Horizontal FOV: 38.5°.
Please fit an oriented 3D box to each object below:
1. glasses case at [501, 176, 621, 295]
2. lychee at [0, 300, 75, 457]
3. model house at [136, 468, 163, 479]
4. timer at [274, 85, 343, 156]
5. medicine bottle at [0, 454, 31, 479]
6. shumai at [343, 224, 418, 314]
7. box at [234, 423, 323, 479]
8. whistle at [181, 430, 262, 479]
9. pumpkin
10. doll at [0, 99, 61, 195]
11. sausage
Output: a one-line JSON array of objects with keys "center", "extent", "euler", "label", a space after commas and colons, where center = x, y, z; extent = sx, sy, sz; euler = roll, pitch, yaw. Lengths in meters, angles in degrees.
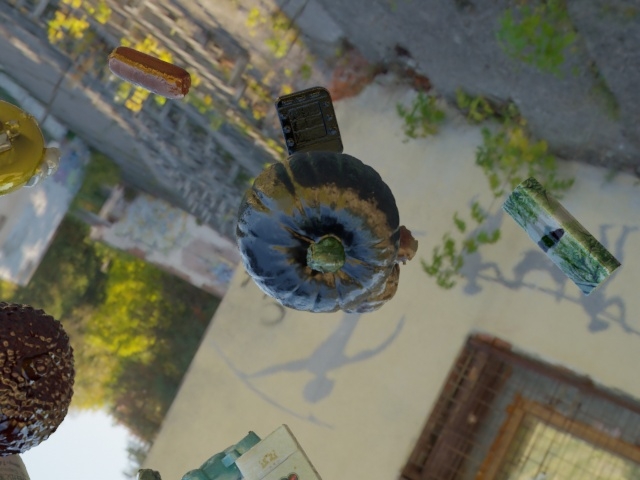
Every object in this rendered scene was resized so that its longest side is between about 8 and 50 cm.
[{"center": [0.520, -0.009, 1.999], "extent": [0.272, 0.062, 0.095], "euler": [48, 134, 17], "label": "glasses case"}, {"center": [-0.524, 0.222, 1.479], "extent": [0.261, 0.260, 0.260], "euler": [27, 171, 5], "label": "lychee"}, {"center": [-0.284, 0.656, 2.135], "extent": [0.325, 0.194, 0.267], "euler": [13, 166, -9], "label": "model house"}, {"center": [-0.029, -0.292, 2.340], "extent": [0.055, 0.144, 0.187], "euler": [-119, 13, -70], "label": "timer"}, {"center": [-0.642, 0.568, 1.718], "extent": [0.325, 0.256, 0.256], "euler": [52, -173, 36], "label": "medicine bottle"}, {"center": [0.090, 0.030, 1.758], "extent": [0.162, 0.209, 0.153], "euler": [16, 159, -13], "label": "shumai"}, {"center": [-0.039, 0.346, 1.258], "extent": [0.167, 0.090, 0.024], "euler": [53, -174, 25], "label": "box"}, {"center": [-0.221, 0.529, 2.104], "extent": [0.093, 0.186, 0.274], "euler": [51, -146, 9], "label": "whistle"}, {"center": [0.000, 0.000, 1.330], "extent": [0.248, 0.248, 0.248], "euler": [27, 171, 5], "label": "pumpkin"}, {"center": [-0.565, -0.160, 1.504], "extent": [0.237, 0.252, 0.111], "euler": [44, 131, 15], "label": "doll"}, {"center": [-0.375, -0.367, 1.993], "extent": [0.198, 0.076, 0.076], "euler": [24, 171, 11], "label": "sausage"}]
